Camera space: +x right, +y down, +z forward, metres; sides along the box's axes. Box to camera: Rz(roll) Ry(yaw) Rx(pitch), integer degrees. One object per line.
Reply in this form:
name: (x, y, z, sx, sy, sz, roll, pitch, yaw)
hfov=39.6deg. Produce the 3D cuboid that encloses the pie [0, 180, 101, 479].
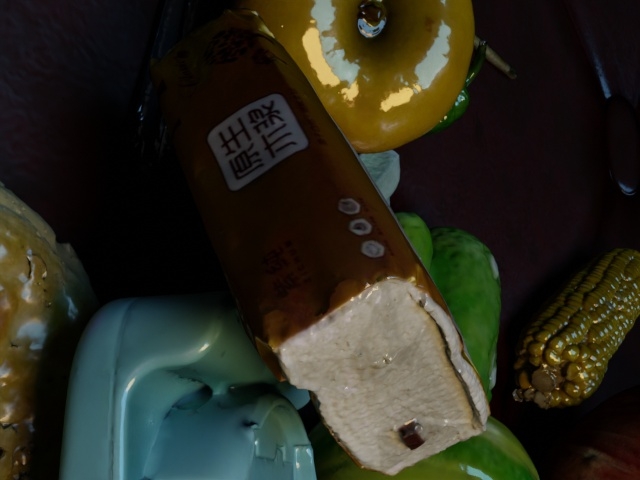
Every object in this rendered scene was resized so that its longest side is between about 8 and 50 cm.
pie: (-0.214, 0.102, 0.399, 0.339, 0.077, 0.339, 11, 76, -52)

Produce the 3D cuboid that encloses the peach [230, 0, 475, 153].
peach: (0.026, -0.152, 0.622, 0.179, 0.103, 0.179, 2, 86, -25)

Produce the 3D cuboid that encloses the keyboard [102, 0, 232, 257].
keyboard: (-0.082, -0.113, 0.624, 0.087, 0.017, 0.251, 19, 68, -25)

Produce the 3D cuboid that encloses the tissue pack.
tissue pack: (0.000, 0.000, 0.498, 0.183, 0.091, 0.226, 52, 10, -50)

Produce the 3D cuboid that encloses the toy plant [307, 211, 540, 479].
toy plant: (0.084, 0.117, 0.718, 0.224, 0.184, 0.316, 61, 29, -35)

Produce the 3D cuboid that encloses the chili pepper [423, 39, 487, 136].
chili pepper: (0.041, -0.130, 0.743, 0.256, 0.074, 0.100, -4, 105, -45)

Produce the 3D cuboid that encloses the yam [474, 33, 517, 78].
yam: (0.191, -0.204, 0.984, 0.107, 0.014, 0.014, 24, 67, -46)

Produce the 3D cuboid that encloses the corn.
corn: (0.308, 0.084, 1.025, 0.313, 0.101, 0.102, -37, 113, -49)

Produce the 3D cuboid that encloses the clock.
clock: (-0.058, 0.175, 0.497, 0.223, 0.094, 0.274, 49, 36, -70)

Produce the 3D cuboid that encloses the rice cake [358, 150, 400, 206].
rice cake: (0.000, 0.009, 0.687, 0.222, 0.042, 0.080, -49, 154, -44)

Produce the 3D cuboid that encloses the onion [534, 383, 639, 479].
onion: (0.364, 0.291, 0.896, 0.341, 0.341, 0.342, 9, 78, -49)
